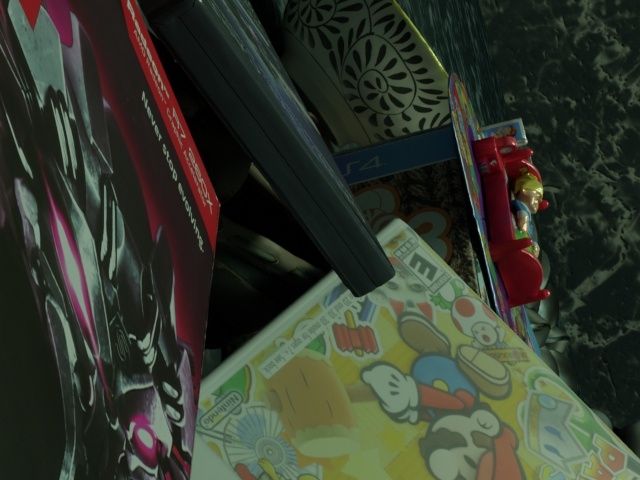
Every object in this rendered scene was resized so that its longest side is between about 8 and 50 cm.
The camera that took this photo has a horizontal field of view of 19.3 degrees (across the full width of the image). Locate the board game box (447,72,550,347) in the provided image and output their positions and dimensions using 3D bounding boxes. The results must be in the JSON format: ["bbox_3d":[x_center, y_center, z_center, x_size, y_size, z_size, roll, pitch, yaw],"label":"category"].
[{"bbox_3d":[0.108,-0.015,1.034,0.133,0.033,0.169,7,69,-78],"label":"board game box"}]

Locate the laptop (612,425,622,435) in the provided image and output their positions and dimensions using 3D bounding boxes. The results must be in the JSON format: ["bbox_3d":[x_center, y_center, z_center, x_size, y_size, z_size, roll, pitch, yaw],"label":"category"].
[{"bbox_3d":[0.256,0.302,1.365,0.382,0.236,0.408,16,-72,61],"label":"laptop"}]

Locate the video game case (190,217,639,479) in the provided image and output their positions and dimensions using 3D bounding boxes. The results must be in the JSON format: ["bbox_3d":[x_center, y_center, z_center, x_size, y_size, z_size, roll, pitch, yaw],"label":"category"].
[{"bbox_3d":[0.047,0.112,0.829,0.206,0.026,0.227,45,41,5],"label":"video game case"}]

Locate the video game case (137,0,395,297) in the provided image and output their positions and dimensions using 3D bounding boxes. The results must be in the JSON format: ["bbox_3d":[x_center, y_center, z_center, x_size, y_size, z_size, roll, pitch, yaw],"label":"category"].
[{"bbox_3d":[-0.060,-0.122,0.827,0.196,0.026,0.274,53,8,-48],"label":"video game case"}]

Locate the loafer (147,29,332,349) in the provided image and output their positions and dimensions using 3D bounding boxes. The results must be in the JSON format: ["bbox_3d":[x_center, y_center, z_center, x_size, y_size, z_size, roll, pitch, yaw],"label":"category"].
[{"bbox_3d":[-0.057,-0.035,0.838,0.267,0.084,0.096,57,23,-60],"label":"loafer"}]

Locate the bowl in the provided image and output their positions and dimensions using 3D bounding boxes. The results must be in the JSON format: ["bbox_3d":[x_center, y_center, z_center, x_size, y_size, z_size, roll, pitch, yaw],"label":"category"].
[{"bbox_3d":[0.023,-0.116,1.293,0.170,0.080,0.170,52,-4,4],"label":"bowl"}]

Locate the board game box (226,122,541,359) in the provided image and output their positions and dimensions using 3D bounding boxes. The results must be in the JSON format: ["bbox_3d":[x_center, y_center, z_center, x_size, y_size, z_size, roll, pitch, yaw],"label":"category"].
[{"bbox_3d":[0.050,0.128,1.034,0.232,0.141,0.291,64,16,-49],"label":"board game box"}]

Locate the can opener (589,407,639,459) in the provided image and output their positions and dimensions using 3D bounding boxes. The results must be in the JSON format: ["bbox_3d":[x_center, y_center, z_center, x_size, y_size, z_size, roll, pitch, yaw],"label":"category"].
[{"bbox_3d":[0.145,0.197,1.247,0.280,0.074,0.093,121,-23,-54],"label":"can opener"}]

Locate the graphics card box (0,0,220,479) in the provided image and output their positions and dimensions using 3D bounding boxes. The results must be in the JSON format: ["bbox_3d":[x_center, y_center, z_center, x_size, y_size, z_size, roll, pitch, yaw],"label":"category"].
[{"bbox_3d":[-0.113,0.011,0.484,0.371,0.094,0.233,-86,160,-55],"label":"graphics card box"}]

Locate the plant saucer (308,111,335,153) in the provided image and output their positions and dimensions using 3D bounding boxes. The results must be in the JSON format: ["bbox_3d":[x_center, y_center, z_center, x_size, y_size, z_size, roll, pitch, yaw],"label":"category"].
[{"bbox_3d":[0.000,0.000,1.238,0.168,0.029,0.168,-14,90,-78],"label":"plant saucer"}]

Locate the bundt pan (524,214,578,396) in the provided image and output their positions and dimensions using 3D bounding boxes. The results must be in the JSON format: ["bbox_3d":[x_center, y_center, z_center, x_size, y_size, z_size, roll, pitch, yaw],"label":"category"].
[{"bbox_3d":[0.151,0.095,1.646,0.331,0.124,0.331,-13,90,-80],"label":"bundt pan"}]
